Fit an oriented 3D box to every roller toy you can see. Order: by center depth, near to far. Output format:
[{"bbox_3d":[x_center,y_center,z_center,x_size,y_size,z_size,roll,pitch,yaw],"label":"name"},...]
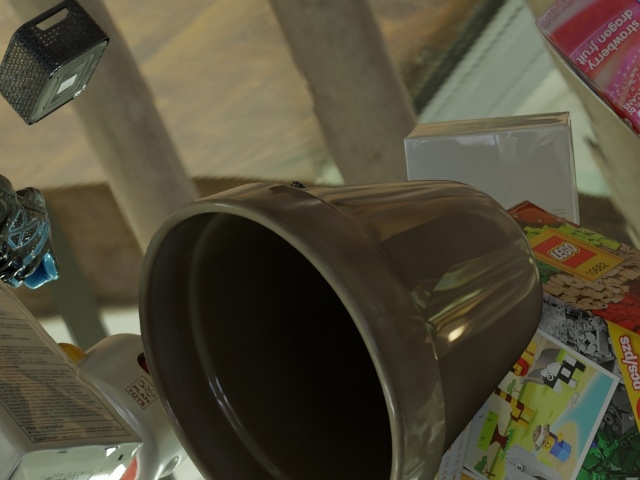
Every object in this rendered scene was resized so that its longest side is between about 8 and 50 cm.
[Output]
[{"bbox_3d":[-0.258,0.227,1.633,0.191,0.209,0.146,9,-152,29],"label":"roller toy"}]

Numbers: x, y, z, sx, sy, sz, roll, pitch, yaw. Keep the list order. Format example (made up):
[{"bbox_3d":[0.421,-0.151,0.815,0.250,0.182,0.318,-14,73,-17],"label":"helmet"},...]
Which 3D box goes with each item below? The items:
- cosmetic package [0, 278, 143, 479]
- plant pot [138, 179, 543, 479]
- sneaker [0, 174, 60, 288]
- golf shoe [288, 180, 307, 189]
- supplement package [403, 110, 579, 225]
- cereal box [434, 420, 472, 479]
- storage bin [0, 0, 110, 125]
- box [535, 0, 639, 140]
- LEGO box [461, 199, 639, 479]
[{"bbox_3d":[-0.330,0.134,1.206,0.160,0.309,0.113,9,118,-56],"label":"cosmetic package"},{"bbox_3d":[0.042,0.077,1.149,0.280,0.323,0.323,-24,168,-40],"label":"plant pot"},{"bbox_3d":[-0.439,-0.005,1.723,0.125,0.139,0.341,-24,174,12],"label":"sneaker"},{"bbox_3d":[0.000,0.000,1.980,0.077,0.198,0.094,-34,159,28],"label":"golf shoe"},{"bbox_3d":[0.227,-0.022,1.632,0.204,0.261,0.145,-4,-167,12],"label":"supplement package"},{"bbox_3d":[0.067,0.263,1.348,0.047,0.240,0.173,-2,-162,-42],"label":"cereal box"},{"bbox_3d":[-0.401,-0.264,1.897,0.122,0.084,0.180,-41,178,-34],"label":"storage bin"},{"bbox_3d":[0.360,-0.235,1.150,0.300,0.154,0.142,-43,164,11],"label":"box"},{"bbox_3d":[0.289,0.264,1.385,0.193,0.372,0.500,-25,131,-47],"label":"LEGO box"}]
